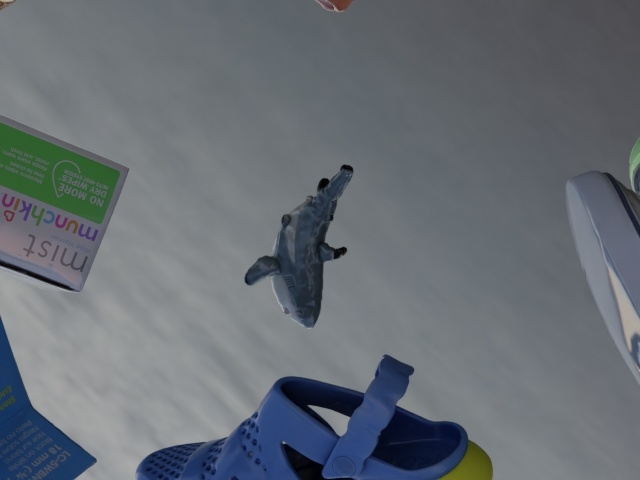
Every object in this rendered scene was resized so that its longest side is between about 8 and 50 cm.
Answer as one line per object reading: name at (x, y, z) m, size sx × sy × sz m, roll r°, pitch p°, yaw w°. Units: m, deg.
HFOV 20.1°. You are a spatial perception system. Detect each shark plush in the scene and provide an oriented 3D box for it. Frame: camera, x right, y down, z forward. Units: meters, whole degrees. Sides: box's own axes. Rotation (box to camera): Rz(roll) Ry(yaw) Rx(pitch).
shark plush at (0.000, 0.000, 1.654) m, size 0.067 × 0.161 × 0.073 m, roll 38°, pitch -161°, yaw 24°

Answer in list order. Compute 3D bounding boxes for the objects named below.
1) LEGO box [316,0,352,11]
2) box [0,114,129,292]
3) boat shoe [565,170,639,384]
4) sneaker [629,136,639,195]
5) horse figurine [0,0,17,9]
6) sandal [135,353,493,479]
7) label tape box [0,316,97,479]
LEGO box at (-0.158, -0.438, 1.582) m, size 0.500 × 0.193 × 0.372 m, roll 32°, pitch -170°, yaw -17°
box at (-0.330, -0.052, 1.609) m, size 0.262 × 0.127 × 0.231 m, roll 23°, pitch 173°, yaw -14°
boat shoe at (0.335, 0.056, 1.502) m, size 0.367 × 0.156 × 0.136 m, roll -116°, pitch 10°, yaw -47°
sneaker at (0.461, 0.088, 1.745) m, size 0.185 × 0.202 × 0.483 m, roll -38°, pitch 108°, yaw 25°
horse figurine at (-0.152, -0.180, 1.030) m, size 0.263 × 0.174 × 0.066 m, roll -32°, pitch 74°, yaw 43°
sandal at (-0.017, 0.174, 1.554) m, size 0.317 × 0.126 × 0.138 m, roll -11°, pitch 114°, yaw 17°
label tape box at (-0.349, 0.090, 1.226) m, size 0.333 × 0.240 × 0.106 m, roll 33°, pitch 137°, yaw 21°
